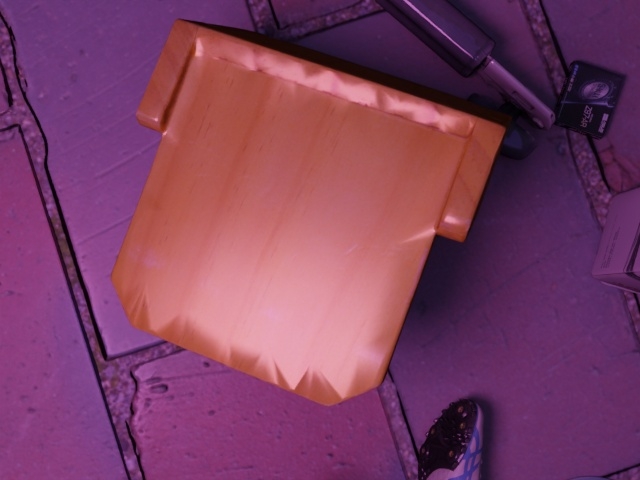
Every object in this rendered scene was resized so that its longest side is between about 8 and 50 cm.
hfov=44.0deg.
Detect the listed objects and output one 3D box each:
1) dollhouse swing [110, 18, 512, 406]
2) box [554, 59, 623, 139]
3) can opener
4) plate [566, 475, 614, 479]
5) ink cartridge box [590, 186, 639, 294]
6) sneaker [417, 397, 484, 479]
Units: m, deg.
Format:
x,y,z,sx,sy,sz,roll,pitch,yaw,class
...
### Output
x,y,z,sx,sy,sz,roll,pitch,yaw,class
-0.008,-0.042,0.875,0.346,0.315,0.305,20,105,11,dollhouse swing
0.338,-0.178,1.006,0.067,0.018,0.083,20,88,0,box
0.167,-0.216,0.976,0.283,0.076,0.095,41,88,1,can opener
0.342,0.393,0.993,0.188,0.024,0.188,0,89,-2,plate
0.458,0.013,0.872,0.211,0.289,0.122,17,86,-1,ink cartridge box
0.166,0.313,0.970,0.086,0.085,0.237,14,85,-27,sneaker
